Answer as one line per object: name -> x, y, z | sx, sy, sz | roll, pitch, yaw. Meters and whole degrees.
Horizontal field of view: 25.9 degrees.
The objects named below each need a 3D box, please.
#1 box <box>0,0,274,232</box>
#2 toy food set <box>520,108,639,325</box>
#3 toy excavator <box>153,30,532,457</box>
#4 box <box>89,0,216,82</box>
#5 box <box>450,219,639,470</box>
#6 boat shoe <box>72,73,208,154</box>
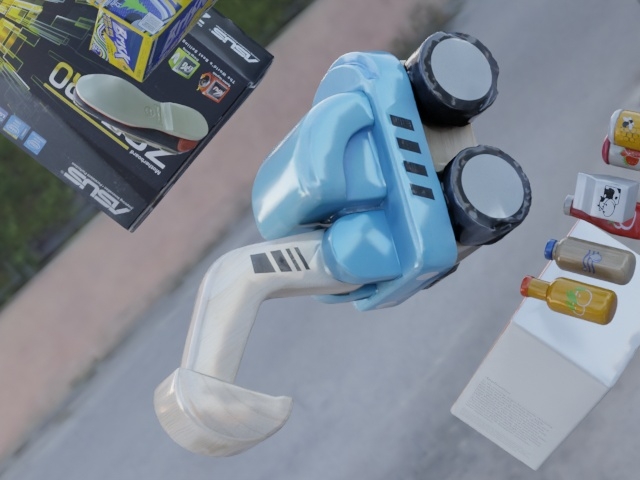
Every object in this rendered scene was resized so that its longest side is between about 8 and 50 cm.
box -> -0.305, -0.240, 1.792 | 0.318, 0.395, 0.097 | -44, 11, 37
toy food set -> 0.297, -0.036, 1.522 | 0.105, 0.232, 0.111 | 15, 19, 27
toy excavator -> 0.000, 0.000, 1.555 | 0.445, 0.432, 0.222 | -7, -17, -26
box -> -0.122, -0.210, 1.164 | 0.169, 0.054, 0.059 | -54, -5, -37
box -> 0.353, 0.162, 2.072 | 0.215, 0.168, 0.345 | -51, -9, -29
boat shoe -> -0.169, -0.112, 1.271 | 0.043, 0.137, 0.049 | -33, 52, 41
